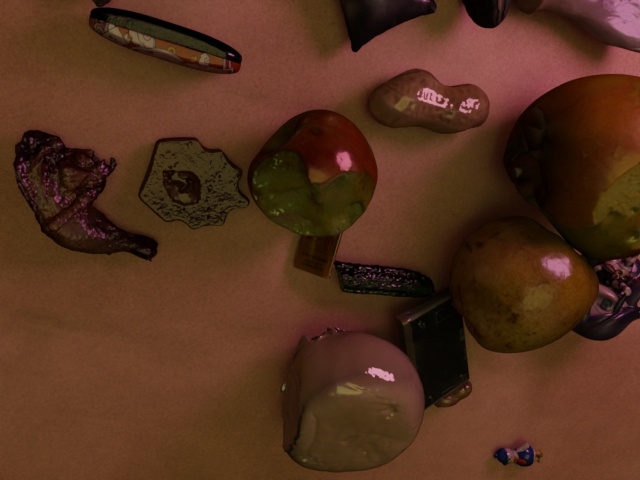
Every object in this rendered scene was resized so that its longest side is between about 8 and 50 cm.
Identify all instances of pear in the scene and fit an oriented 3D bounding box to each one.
[{"bbox_3d":[0.440,0.109,1.129,0.304,0.304,0.303,-4,108,-12],"label":"pear"}]

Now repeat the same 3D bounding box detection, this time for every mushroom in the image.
[{"bbox_3d":[0.567,-0.497,1.054,0.329,0.122,0.159,6,68,-12],"label":"mushroom"}]

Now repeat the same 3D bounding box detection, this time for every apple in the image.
[{"bbox_3d":[0.573,-0.147,1.047,0.375,0.374,0.383,4,92,-14],"label":"apple"},{"bbox_3d":[-0.006,-0.121,0.980,0.246,0.246,0.226,-43,114,3],"label":"apple"}]

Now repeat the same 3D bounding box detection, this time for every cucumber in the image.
[{"bbox_3d":[0.152,0.093,1.175,0.266,0.077,0.077,5,106,-15],"label":"cucumber"}]

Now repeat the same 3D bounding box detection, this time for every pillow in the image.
[{"bbox_3d":[0.094,-0.513,0.955,0.186,0.106,0.249,-27,109,4],"label":"pillow"}]

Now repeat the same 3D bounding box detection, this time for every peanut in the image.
[{"bbox_3d":[0.348,0.403,1.331,0.113,0.054,0.053,-31,111,-2],"label":"peanut"},{"bbox_3d":[0.231,-0.290,1.059,0.275,0.111,0.124,2,91,-17],"label":"peanut"}]

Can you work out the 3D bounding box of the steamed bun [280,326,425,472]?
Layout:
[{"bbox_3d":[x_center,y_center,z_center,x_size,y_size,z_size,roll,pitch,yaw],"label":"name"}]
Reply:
[{"bbox_3d":[0.069,0.353,1.152,0.312,0.232,0.333,13,122,-17],"label":"steamed bun"}]

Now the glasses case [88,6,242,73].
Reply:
[{"bbox_3d":[-0.276,-0.360,0.918,0.267,0.103,0.067,12,105,-15],"label":"glasses case"}]

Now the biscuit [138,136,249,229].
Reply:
[{"bbox_3d":[-0.249,-0.111,1.038,0.216,0.034,0.182,19,103,-20],"label":"biscuit"}]

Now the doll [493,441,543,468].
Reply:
[{"bbox_3d":[0.562,0.616,1.445,0.143,0.057,0.098,4,115,-9],"label":"doll"}]

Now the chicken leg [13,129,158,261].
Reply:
[{"bbox_3d":[-0.458,-0.070,0.984,0.178,0.083,0.322,-29,109,-19],"label":"chicken leg"}]

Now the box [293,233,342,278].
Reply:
[{"bbox_3d":[0.000,0.000,1.117,0.089,0.022,0.156,17,103,12],"label":"box"}]

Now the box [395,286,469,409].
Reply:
[{"bbox_3d":[0.285,0.269,1.243,0.211,0.045,0.270,-21,112,-29],"label":"box"}]

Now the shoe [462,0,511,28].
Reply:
[{"bbox_3d":[0.379,-0.591,0.989,0.171,0.132,0.336,-4,102,-15],"label":"shoe"}]

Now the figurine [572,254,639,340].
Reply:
[{"bbox_3d":[0.723,0.126,1.270,0.197,0.175,0.265,37,104,-25],"label":"figurine"}]

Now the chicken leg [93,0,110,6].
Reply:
[{"bbox_3d":[-0.338,-0.492,0.871,0.197,0.069,0.085,-58,155,3],"label":"chicken leg"}]
